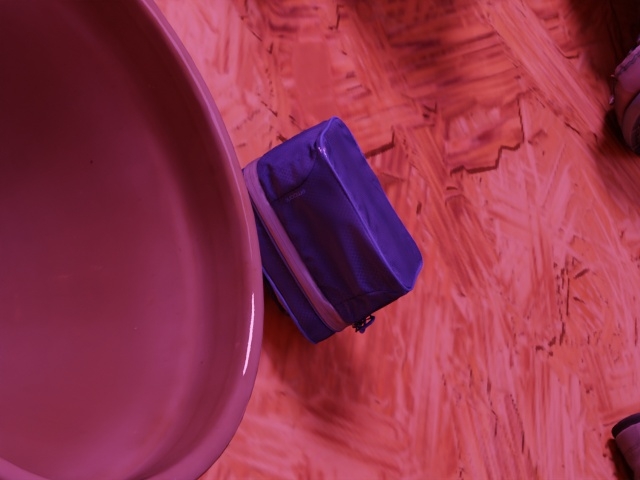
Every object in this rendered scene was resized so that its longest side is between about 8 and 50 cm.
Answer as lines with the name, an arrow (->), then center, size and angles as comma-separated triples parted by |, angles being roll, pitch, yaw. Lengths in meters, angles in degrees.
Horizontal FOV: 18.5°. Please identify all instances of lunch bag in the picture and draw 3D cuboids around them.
lunch bag -> 0.000, 0.000, 0.925 | 0.098, 0.065, 0.067 | 60, 17, -7

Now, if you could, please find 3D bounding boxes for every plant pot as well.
plant pot -> -0.135, -0.007, 0.686 | 0.237, 0.109, 0.237 | 34, 45, -42

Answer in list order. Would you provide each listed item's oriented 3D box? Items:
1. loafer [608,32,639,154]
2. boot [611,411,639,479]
loafer -> 0.246, -0.115, 1.360 | 0.084, 0.096, 0.267 | 54, 21, 17
boot -> 0.261, 0.209, 1.165 | 0.246, 0.083, 0.161 | 44, 32, -34
